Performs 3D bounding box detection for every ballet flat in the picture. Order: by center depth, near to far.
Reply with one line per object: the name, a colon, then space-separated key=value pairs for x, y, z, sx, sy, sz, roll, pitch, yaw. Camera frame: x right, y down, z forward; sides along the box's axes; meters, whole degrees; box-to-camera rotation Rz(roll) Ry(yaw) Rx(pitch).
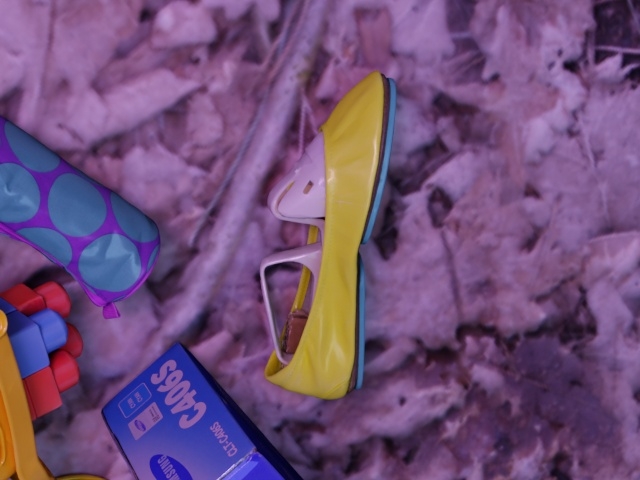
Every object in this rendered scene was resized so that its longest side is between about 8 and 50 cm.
ballet flat: x=0.000 y=0.000 z=0.864 sx=0.077 sy=0.077 sz=0.231 roll=4 pitch=109 yaw=-8

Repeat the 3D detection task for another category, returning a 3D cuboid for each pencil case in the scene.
pencil case: x=-0.169 y=-0.018 z=0.780 sx=0.151 sy=0.064 sz=0.070 roll=34 pitch=63 yaw=-29

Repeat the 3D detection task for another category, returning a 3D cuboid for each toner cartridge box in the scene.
toner cartridge box: x=-0.001 y=0.235 z=0.891 sx=0.075 sy=0.165 sz=0.348 roll=-41 pitch=119 yaw=-6

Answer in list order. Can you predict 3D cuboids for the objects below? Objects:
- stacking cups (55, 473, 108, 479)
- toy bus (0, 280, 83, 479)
stacking cups: x=-0.113 y=0.245 z=0.757 sx=0.096 sy=0.316 sz=0.096 roll=-7 pitch=109 yaw=-21
toy bus: x=-0.228 y=0.120 z=0.775 sx=0.211 sy=0.149 sz=0.220 roll=-24 pitch=120 yaw=-32
